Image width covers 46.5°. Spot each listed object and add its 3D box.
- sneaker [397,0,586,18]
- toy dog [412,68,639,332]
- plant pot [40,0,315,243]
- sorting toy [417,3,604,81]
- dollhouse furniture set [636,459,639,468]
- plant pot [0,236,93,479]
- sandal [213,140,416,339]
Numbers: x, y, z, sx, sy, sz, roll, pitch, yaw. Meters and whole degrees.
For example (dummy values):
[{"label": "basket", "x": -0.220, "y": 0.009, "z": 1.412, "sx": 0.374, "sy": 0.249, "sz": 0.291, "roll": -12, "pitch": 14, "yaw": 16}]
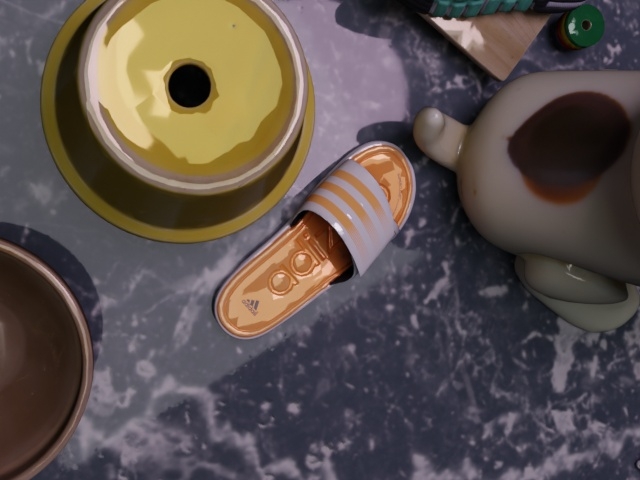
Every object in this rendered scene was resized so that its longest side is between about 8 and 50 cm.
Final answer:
[{"label": "sneaker", "x": 0.165, "y": -0.283, "z": 0.746, "sx": 0.224, "sy": 0.083, "sz": 0.098, "roll": -2, "pitch": 71, "yaw": -16}, {"label": "toy dog", "x": 0.316, "y": -0.071, "z": 0.660, "sx": 0.395, "sy": 0.408, "sz": 0.284, "roll": 30, "pitch": 85, "yaw": -14}, {"label": "plant pot", "x": -0.116, "y": -0.119, "z": 0.639, "sx": 0.254, "sy": 0.239, "sz": 0.254, "roll": -1, "pitch": 93, "yaw": -13}, {"label": "sorting toy", "x": 0.168, "y": -0.265, "z": 0.798, "sx": 0.274, "sy": 0.046, "sz": 0.132, "roll": 37, "pitch": 85, "yaw": -14}, {"label": "dollhouse furniture set", "x": 0.427, "y": 0.307, "z": 0.885, "sx": 0.081, "sy": 0.091, "sz": 0.114, "roll": -7, "pitch": 98, "yaw": 2}, {"label": "plant pot", "x": -0.323, "y": 0.105, "z": 0.666, "sx": 0.237, "sy": 0.110, "sz": 0.237, "roll": -1, "pitch": 93, "yaw": -13}, {"label": "sandal", "x": 0.007, "y": 0.008, "z": 0.759, "sx": 0.265, "sy": 0.076, "sz": 0.102, "roll": -44, "pitch": 102, "yaw": -8}]
